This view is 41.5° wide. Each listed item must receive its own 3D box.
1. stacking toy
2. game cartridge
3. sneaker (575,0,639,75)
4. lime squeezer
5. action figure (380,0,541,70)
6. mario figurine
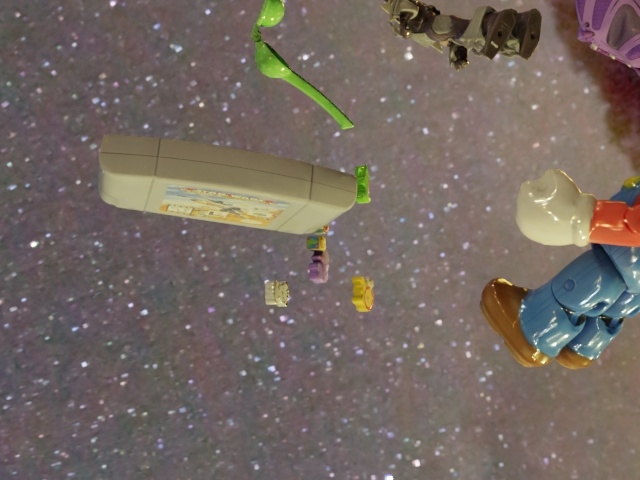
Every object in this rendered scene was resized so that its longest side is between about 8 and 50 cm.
[{"bbox_3d":[0.000,0.000,1.309,0.052,0.167,0.221,14,-105,-63],"label":"stacking toy"},{"bbox_3d":[-0.117,-0.063,1.019,0.297,0.198,0.062,8,-97,-13],"label":"game cartridge"},{"bbox_3d":[0.211,-0.138,0.560,0.068,0.071,0.169,-4,-115,-50],"label":"sneaker"},{"bbox_3d":[-0.044,-0.288,1.132,0.059,0.110,0.310,-57,-44,-64],"label":"lime squeezer"},{"bbox_3d":[0.202,-0.333,1.338,0.185,0.285,0.099,11,-83,-37],"label":"action figure"},{"bbox_3d":[0.272,-0.037,0.677,0.170,0.320,0.198,46,-148,3],"label":"mario figurine"}]
